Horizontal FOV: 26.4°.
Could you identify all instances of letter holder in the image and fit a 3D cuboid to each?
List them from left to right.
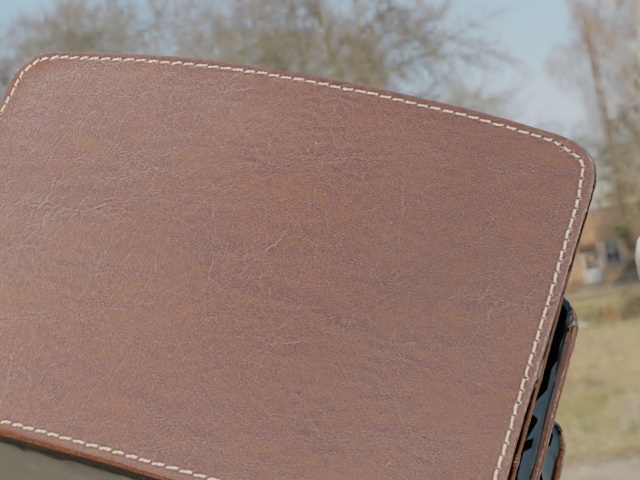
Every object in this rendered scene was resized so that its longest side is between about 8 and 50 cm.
[{"bbox_3d":[-0.029,0.042,0.669,0.302,0.214,0.152,11,-25,19],"label":"letter holder"}]

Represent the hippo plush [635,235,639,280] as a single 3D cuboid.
[{"bbox_3d":[0.363,0.017,0.887,0.234,0.294,0.236,-46,-21,-34],"label":"hippo plush"}]
